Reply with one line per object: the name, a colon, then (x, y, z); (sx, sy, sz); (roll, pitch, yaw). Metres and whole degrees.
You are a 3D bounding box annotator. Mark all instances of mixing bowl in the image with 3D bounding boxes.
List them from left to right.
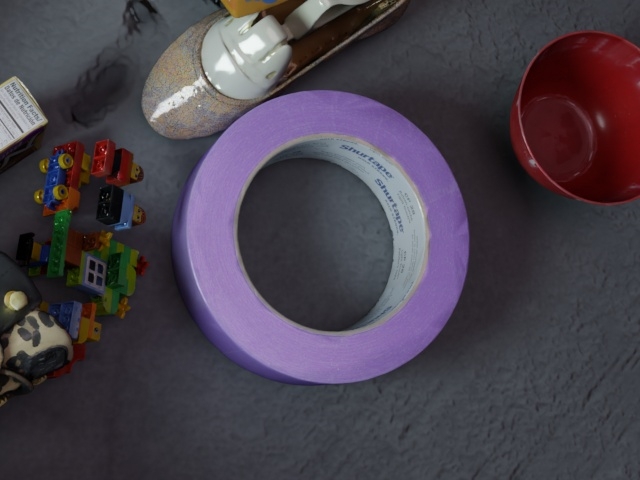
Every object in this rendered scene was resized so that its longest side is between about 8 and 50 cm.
mixing bowl: (0.267, -0.116, 1.159); (0.181, 0.098, 0.181); (3, 80, -17)

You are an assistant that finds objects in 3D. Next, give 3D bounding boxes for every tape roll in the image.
tape roll: (0.000, 0.000, 1.064); (0.274, 0.090, 0.275); (2, 82, -17)

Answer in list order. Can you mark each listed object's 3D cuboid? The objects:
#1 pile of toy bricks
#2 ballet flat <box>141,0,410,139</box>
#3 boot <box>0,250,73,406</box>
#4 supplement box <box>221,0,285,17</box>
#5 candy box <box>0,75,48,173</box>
pile of toy bricks: (-0.199, 0.018, 1.003); (0.105, 0.118, 0.212); (31, 57, -50)
ballet flat: (-0.034, -0.205, 1.074); (0.316, 0.106, 0.107); (-36, 95, -19)
boot: (-0.295, 0.146, 0.796); (0.377, 0.138, 0.284); (30, 51, 27)
supplement box: (-0.103, -0.315, 1.035); (0.080, 0.078, 0.233); (-27, 62, -20)
candy box: (-0.328, -0.060, 0.959); (0.186, 0.109, 0.053); (-36, 94, -20)
